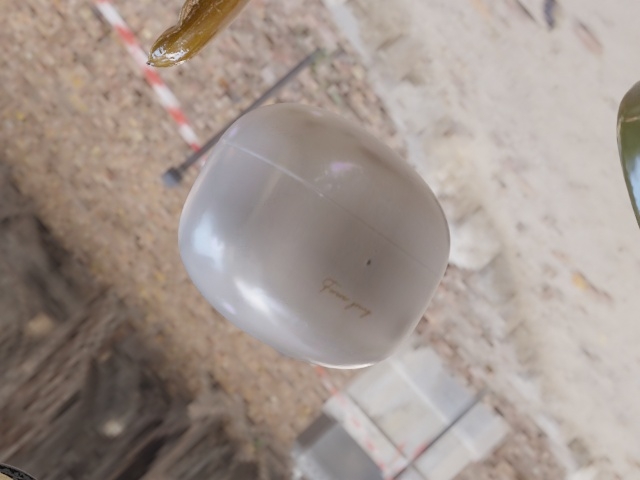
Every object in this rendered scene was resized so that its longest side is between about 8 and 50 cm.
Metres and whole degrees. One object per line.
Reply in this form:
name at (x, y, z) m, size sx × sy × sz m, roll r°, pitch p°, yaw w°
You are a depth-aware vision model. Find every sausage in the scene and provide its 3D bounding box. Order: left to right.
sausage at (-0.109, -0.241, 1.486) m, size 0.054 × 0.183 × 0.062 m, roll 39°, pitch 178°, yaw -4°

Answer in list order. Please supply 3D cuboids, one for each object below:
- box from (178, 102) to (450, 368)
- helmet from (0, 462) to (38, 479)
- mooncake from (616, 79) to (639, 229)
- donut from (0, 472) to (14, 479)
box at (0.000, 0.000, 0.903) m, size 0.088 × 0.146 × 0.200 m, roll 27°, pitch 175°, yaw 42°
helmet at (-0.403, 0.349, 1.519) m, size 0.160 × 0.279 × 0.230 m, roll -10°, pitch 96°, yaw 63°
mooncake at (0.388, -0.055, 1.414) m, size 0.117 × 0.235 × 0.235 m, roll -22°, pitch 116°, yaw 35°
donut at (-0.308, 0.245, 0.879) m, size 0.435 × 0.163 × 0.377 m, roll 16°, pitch -159°, yaw 7°
